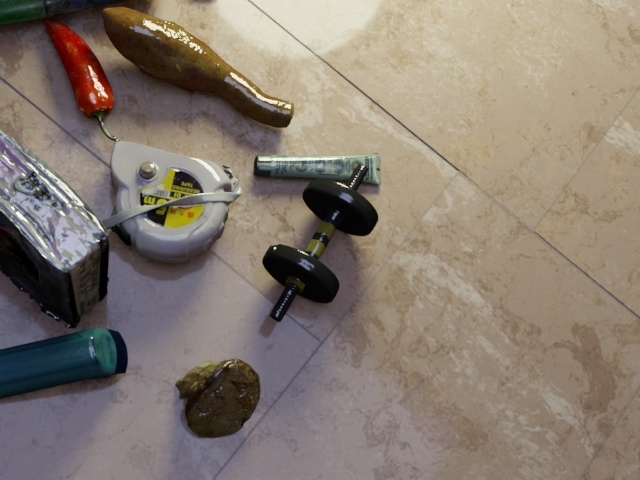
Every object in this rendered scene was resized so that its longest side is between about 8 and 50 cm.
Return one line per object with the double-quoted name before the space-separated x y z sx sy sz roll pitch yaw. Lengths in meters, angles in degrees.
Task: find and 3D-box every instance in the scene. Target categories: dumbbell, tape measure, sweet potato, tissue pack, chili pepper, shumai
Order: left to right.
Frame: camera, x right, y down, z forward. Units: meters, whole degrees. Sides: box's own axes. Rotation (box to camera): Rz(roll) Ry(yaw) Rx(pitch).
"tissue pack" -0.447 -0.014 1.627 0.259 0.361 0.122 41 70 1
"chili pepper" -0.422 -0.295 1.876 0.071 0.063 0.272 -20 76 -29
"tape measure" -0.261 -0.060 1.805 0.236 0.120 0.197 12 66 -3
"sweet potato" -0.224 -0.311 1.901 0.385 0.109 0.109 28 70 -15
"shumai" -0.167 0.251 1.755 0.123 0.139 0.105 24 34 -33
"dumbbell" 0.000 0.000 1.830 0.143 0.143 0.326 31 70 -1

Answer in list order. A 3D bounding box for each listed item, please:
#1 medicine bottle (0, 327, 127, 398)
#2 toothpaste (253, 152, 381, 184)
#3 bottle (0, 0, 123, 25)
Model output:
"medicine bottle" -0.449 0.202 1.706 0.258 0.124 0.079 -12 80 -3
"toothpaste" -0.002 -0.134 1.925 0.239 0.039 0.062 0 78 -14
"bottle" -0.436 -0.462 1.890 0.329 0.093 0.093 -14 77 -9
